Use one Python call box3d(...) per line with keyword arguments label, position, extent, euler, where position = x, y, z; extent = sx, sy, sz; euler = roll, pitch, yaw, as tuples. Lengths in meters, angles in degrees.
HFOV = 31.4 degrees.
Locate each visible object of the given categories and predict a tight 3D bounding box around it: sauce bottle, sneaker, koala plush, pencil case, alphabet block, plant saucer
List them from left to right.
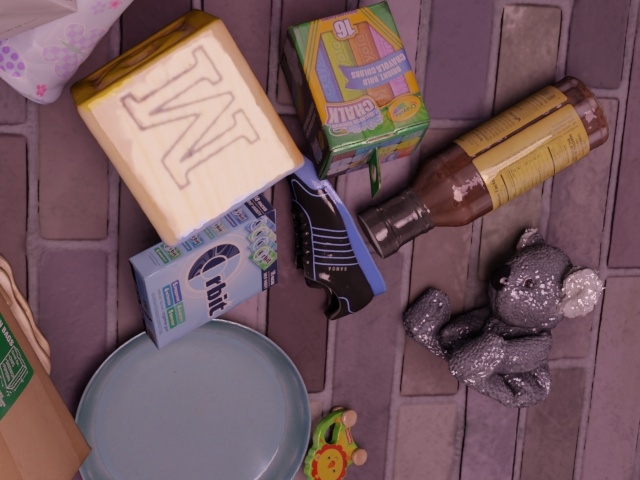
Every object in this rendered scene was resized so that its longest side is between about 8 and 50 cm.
box3d(label="pencil case", position=(-0.271, -0.284, 1.303), extent=(0.273, 0.124, 0.113), euler=(-45, 69, 13))
box3d(label="alphabet block", position=(-0.163, -0.139, 1.357), extent=(0.193, 0.192, 0.197), euler=(-33, 111, -6))
box3d(label="plant saucer", position=(-0.171, 0.249, 1.535), extent=(0.317, 0.044, 0.317), euler=(-4, 105, -14))
box3d(label="sneaker", position=(0.000, 0.000, 1.492), extent=(0.090, 0.081, 0.232), euler=(-33, 110, -9))
box3d(label="sauce bottle", position=(0.210, -0.092, 1.507), extent=(0.344, 0.111, 0.111), euler=(-29, 110, -4))
box3d(label="koala plush", position=(0.268, 0.097, 1.540), extent=(0.203, 0.196, 0.221), euler=(30, 95, -31))

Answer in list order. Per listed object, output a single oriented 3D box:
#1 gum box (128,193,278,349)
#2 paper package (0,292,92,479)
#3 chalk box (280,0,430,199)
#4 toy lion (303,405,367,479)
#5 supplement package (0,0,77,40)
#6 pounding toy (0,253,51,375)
box3d(label="gum box", position=(-0.140, 0.039, 1.421), extent=(0.184, 0.041, 0.157), euler=(-29, 148, -21))
box3d(label="paper package", position=(-0.473, 0.188, 1.290), extent=(0.309, 0.168, 0.325), euler=(-10, 120, 21))
box3d(label="chalk box", position=(0.048, -0.159, 1.392), extent=(0.132, 0.132, 0.213), euler=(-18, 81, -10))
box3d(label="toy lion", position=(0.014, 0.293, 1.580), extent=(0.096, 0.034, 0.100), euler=(-26, 111, -34))
box3d(label="supplement package", position=(-0.370, -0.350, 1.207), extent=(0.139, 0.134, 0.244), euler=(-15, 82, 21))
box3d(label="pounding toy", position=(-0.434, 0.099, 1.367), extent=(0.154, 0.155, 0.269), euler=(-25, 107, -7))
